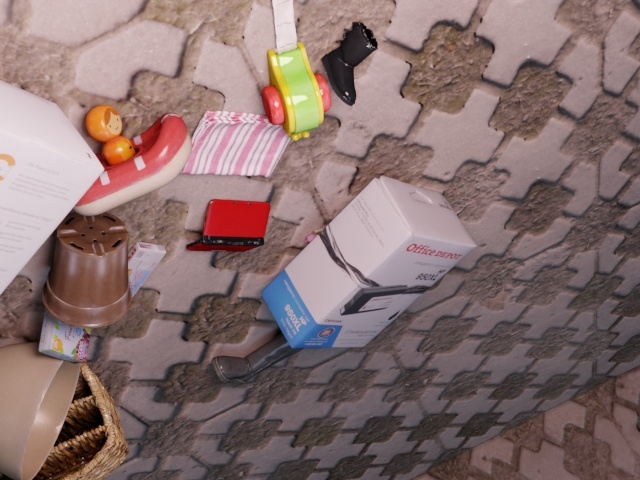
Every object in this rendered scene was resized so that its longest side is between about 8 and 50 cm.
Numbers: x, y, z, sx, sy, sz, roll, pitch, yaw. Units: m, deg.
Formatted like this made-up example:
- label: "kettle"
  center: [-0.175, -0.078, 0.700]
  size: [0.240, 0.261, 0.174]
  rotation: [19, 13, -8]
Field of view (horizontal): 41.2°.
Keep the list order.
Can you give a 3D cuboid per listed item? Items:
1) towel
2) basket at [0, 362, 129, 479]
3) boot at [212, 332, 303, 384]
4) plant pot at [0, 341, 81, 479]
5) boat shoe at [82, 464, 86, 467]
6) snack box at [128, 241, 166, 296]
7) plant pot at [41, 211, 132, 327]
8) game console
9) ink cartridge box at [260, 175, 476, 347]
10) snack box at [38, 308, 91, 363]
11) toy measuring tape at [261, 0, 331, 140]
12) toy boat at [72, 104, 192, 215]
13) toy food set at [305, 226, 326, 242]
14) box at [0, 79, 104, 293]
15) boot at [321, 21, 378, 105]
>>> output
- label: "towel"
  center: [-0.147, -0.170, 1.562]
  size: [0.197, 0.029, 0.144]
  rotation: [0, 139, -34]
- label: "basket"
  center: [-0.612, 0.454, 1.931]
  size: [0.299, 0.214, 0.223]
  rotation: [-21, 147, -8]
- label: "boot"
  center: [-0.149, 0.286, 2.139]
  size: [0.208, 0.076, 0.189]
  rotation: [-26, 161, 12]
- label: "plant pot"
  center: [-0.635, 0.327, 1.738]
  size: [0.190, 0.284, 0.284]
  rotation: [18, 137, -1]
- label: "boat shoe"
  center: [-0.665, 0.575, 2.200]
  size: [0.184, 0.066, 0.063]
  rotation: [-16, 135, -14]
- label: "snack box"
  center: [-0.386, 0.071, 1.735]
  size: [0.064, 0.022, 0.178]
  rotation: [10, 132, -43]
- label: "plant pot"
  center: [-0.423, 0.044, 1.564]
  size: [0.166, 0.167, 0.165]
  rotation: [-7, 133, -27]
- label: "game console"
  center: [-0.189, -0.028, 1.741]
  size: [0.144, 0.085, 0.124]
  rotation: [2, 168, -35]
- label: "ink cartridge box"
  center: [0.108, 0.062, 1.900]
  size: [0.395, 0.166, 0.285]
  rotation: [-45, 150, 25]
- label: "snack box"
  center: [-0.497, 0.161, 1.677]
  size: [0.037, 0.141, 0.100]
  rotation: [-12, 154, 27]
- label: "toy measuring tape"
  center: [-0.041, -0.278, 1.410]
  size: [0.121, 0.121, 0.330]
  rotation: [-18, 146, -12]
- label: "toy boat"
  center: [-0.331, -0.152, 1.393]
  size: [0.231, 0.151, 0.151]
  rotation: [-24, 117, -3]
- label: "toy food set"
  center: [0.000, 0.000, 1.902]
  size: [0.077, 0.019, 0.122]
  rotation: [-13, 151, -18]
- label: "box"
  center: [-0.529, -0.057, 1.254]
  size: [0.345, 0.168, 0.215]
  rotation: [-47, 153, 12]
- label: "boot"
  center: [0.057, -0.302, 1.443]
  size: [0.099, 0.121, 0.045]
  rotation: [-38, 147, 28]
